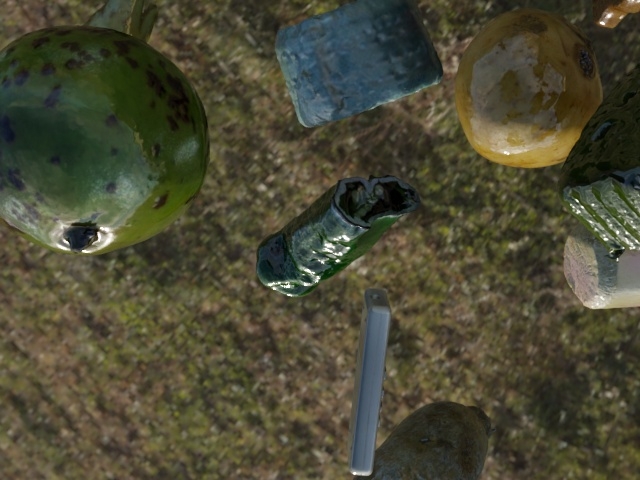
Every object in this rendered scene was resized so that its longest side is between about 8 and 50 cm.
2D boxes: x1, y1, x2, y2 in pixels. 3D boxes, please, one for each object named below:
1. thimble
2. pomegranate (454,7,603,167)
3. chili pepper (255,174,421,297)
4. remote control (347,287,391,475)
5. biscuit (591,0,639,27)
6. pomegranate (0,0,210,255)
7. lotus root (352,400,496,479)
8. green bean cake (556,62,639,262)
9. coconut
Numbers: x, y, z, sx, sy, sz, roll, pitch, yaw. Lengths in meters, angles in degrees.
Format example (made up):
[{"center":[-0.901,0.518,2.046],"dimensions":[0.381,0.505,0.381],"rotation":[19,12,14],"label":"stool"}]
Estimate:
[{"center":[0.048,-0.245,1.490],"dimensions":[0.198,0.235,0.143],"rotation":[-15,101,39],"label":"thimble"},{"center":[0.333,-0.243,1.787],"dimensions":[0.260,0.260,0.260],"rotation":[17,131,21],"label":"pomegranate"},{"center":[0.000,0.000,1.465],"dimensions":[0.099,0.136,0.270],"rotation":[54,139,2],"label":"chili pepper"},{"center":[0.051,0.151,1.168],"dimensions":[0.029,0.087,0.190],"rotation":[6,100,-1],"label":"remote control"},{"center":[0.420,-0.426,1.476],"dimensions":[0.049,0.272,0.257],"rotation":[9,164,-7],"label":"biscuit"},{"center":[-0.194,-0.105,0.946],"dimensions":[0.211,0.263,0.211],"rotation":[2,150,1],"label":"pomegranate"},{"center":[0.154,0.351,1.682],"dimensions":[0.175,0.349,0.175],"rotation":[20,131,25],"label":"lotus root"},{"center":[0.431,-0.113,1.341],"dimensions":[0.156,0.247,0.250],"rotation":[44,164,-19],"label":"green bean cake"},{"center":[0.449,0.029,1.626],"dimensions":[0.153,0.147,0.147],"rotation":[-6,130,-12],"label":"coconut"}]
